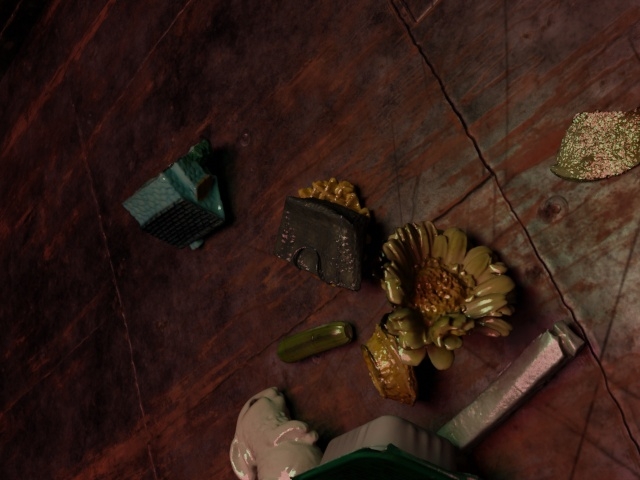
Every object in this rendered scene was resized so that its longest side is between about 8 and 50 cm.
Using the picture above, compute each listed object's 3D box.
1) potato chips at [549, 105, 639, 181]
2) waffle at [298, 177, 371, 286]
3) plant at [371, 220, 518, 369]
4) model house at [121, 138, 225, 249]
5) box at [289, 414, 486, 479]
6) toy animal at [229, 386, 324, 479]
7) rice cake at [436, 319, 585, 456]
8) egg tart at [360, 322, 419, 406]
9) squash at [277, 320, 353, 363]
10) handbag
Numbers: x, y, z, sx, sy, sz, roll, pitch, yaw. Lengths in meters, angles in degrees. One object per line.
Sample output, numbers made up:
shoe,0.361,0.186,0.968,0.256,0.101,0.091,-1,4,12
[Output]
potato chips,0.490,-0.172,1.158,0.209,0.026,0.142,-46,60,33
waffle,0.015,-0.018,1.568,0.249,0.056,0.253,-3,85,43
plant,0.196,0.096,1.255,0.261,0.306,0.297,53,154,1
model house,-0.361,-0.113,1.875,0.261,0.226,0.241,-25,106,42
box,0.128,0.428,1.273,0.337,0.264,0.106,-43,24,49
toy animal,-0.089,0.506,1.532,0.357,0.194,0.258,37,115,52
rice cake,0.342,0.276,1.218,0.336,0.063,0.066,-52,57,26
egg tart,0.136,0.255,1.346,0.074,0.191,0.191,-24,61,-7
squash,-0.017,0.237,1.564,0.229,0.066,0.066,-25,69,39
handbag,0.000,0.000,1.494,0.270,0.089,0.175,23,108,40
